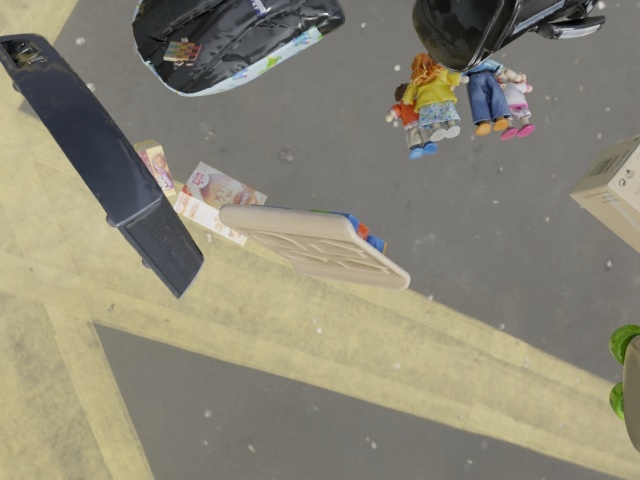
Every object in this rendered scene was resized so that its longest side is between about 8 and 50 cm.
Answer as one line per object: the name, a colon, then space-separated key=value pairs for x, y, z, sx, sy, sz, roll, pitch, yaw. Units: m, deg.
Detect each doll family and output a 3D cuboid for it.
doll family: x=0.237 y=-0.252 z=1.023 sx=0.263 sy=0.118 sz=0.163 roll=-11 pitch=70 yaw=-1

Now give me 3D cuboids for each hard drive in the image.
hard drive: x=-0.203 y=-0.074 z=0.577 sx=0.054 sy=0.254 sz=0.172 roll=-36 pitch=155 yaw=-12

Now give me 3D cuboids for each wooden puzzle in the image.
wooden puzzle: x=0.000 y=0.000 z=1.338 sx=0.348 sy=0.322 sz=0.080 roll=41 pitch=61 yaw=-54
wooden puzzle: x=-0.219 y=-0.299 z=0.980 sx=0.050 sy=0.083 sz=0.006 roll=5 pitch=136 yaw=2

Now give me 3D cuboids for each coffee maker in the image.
coffee maker: x=0.178 y=-0.251 z=0.536 sx=0.178 sy=0.120 sz=0.171 roll=-32 pitch=138 yaw=-27

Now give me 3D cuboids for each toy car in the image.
toy car: x=0.452 y=0.175 z=0.702 sx=0.189 sy=0.155 sz=0.148 roll=-4 pitch=102 yaw=8

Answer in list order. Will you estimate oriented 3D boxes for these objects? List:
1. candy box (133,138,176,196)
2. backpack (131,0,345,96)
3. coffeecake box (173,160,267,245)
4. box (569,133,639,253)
candy box: x=-0.366 y=-0.159 z=1.357 sx=0.053 sy=0.187 sz=0.109 roll=-19 pitch=109 yaw=-14
backpack: x=-0.174 y=-0.419 z=1.157 sx=0.356 sy=0.273 sz=0.290 roll=-36 pitch=101 yaw=6
coffeecake box: x=-0.238 y=-0.090 z=1.481 sx=0.186 sy=0.142 sz=0.068 roll=27 pitch=127 yaw=-9
box: x=0.610 y=-0.034 z=1.062 sx=0.311 sy=0.148 sz=0.121 roll=39 pitch=86 yaw=0
